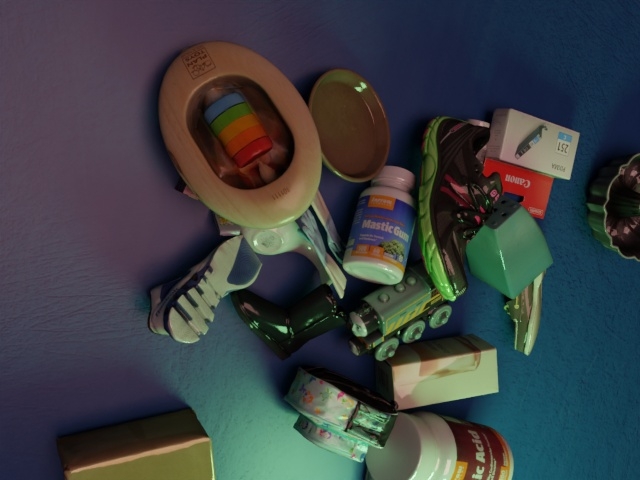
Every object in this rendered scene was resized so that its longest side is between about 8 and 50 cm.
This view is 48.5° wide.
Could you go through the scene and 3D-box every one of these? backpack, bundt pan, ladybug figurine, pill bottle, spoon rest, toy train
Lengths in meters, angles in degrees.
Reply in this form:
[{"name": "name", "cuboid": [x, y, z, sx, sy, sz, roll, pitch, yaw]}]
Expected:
[{"name": "backpack", "cuboid": [0.033, 0.422, 1.777, 0.254, 0.225, 0.191, 34, 82, -20]}, {"name": "bundt pan", "cuboid": [0.929, -0.111, 2.131, 0.331, 0.124, 0.330, -5, 102, -23]}, {"name": "ladybug figurine", "cuboid": [-0.172, -0.224, 1.534, 0.305, 0.162, 0.449, -29, 82, -2]}, {"name": "pill bottle", "cuboid": [0.156, -0.041, 1.755, 0.152, 0.152, 0.271, 24, 69, -26]}, {"name": "spoon rest", "cuboid": [-0.078, 0.014, 1.722, 0.276, 0.084, 0.137, 37, 119, -25]}, {"name": "pill bottle", "cuboid": [0.317, 0.577, 1.890, 0.392, 0.224, 0.224, 22, 90, -39]}, {"name": "toy train", "cuboid": [0.210, 0.170, 1.826, 0.334, 0.142, 0.190, -28, 138, -20]}, {"name": "pill bottle", "cuboid": [0.403, -0.250, 1.893, 0.078, 0.078, 0.137, 9, 96, -25]}]

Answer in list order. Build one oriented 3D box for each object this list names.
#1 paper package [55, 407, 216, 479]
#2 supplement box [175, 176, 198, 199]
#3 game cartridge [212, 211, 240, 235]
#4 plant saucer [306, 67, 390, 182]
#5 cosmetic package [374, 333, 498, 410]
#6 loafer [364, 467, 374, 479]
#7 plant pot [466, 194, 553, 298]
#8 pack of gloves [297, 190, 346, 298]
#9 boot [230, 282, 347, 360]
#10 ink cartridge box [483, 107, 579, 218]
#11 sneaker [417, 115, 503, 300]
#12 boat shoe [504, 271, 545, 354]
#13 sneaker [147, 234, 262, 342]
[{"name": "paper package", "cuboid": [-0.413, 0.581, 1.637, 0.325, 0.168, 0.309, -9, 105, -23]}, {"name": "supplement box", "cuboid": [-0.288, -0.120, 1.603, 0.055, 0.083, 0.043, 24, 89, -25]}, {"name": "game cartridge", "cuboid": [-0.217, -0.045, 1.655, 0.056, 0.083, 0.017, -1, 136, -27]}, {"name": "plant saucer", "cuboid": [0.064, -0.273, 1.704, 0.278, 0.041, 0.277, 8, 77, -42]}, {"name": "cosmetic package", "cuboid": [0.307, 0.347, 1.900, 0.296, 0.153, 0.129, -7, 100, -15]}, {"name": "loafer", "cuboid": [0.171, 0.770, 1.965, 0.112, 0.111, 0.319, -5, 102, -23]}, {"name": "plant pot", "cuboid": [0.486, -0.004, 1.892, 0.165, 0.166, 0.234, -40, 132, -13]}, {"name": "pack of gloves", "cuboid": [0.000, 0.000, 1.720, 0.046, 0.195, 0.232, -18, 116, 18]}, {"name": "boot", "cuboid": [-0.071, 0.160, 1.718, 0.207, 0.094, 0.246, -34, 120, 7]}, {"name": "ink cartridge box", "cuboid": [0.574, -0.204, 1.964, 0.296, 0.066, 0.261, 9, 95, -33]}, {"name": "sneaker", "cuboid": [0.342, -0.092, 1.733, 0.202, 0.185, 0.482, 2, 72, 12]}, {"name": "boat shoe", "cuboid": [0.585, 0.168, 2.046, 0.117, 0.097, 0.324, -25, 120, -62]}, {"name": "sneaker", "cuboid": [-0.293, 0.108, 1.627, 0.315, 0.182, 0.127, -50, 121, -41]}]
